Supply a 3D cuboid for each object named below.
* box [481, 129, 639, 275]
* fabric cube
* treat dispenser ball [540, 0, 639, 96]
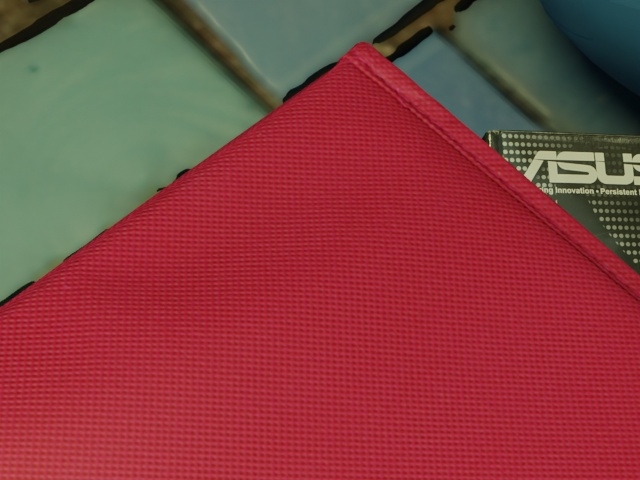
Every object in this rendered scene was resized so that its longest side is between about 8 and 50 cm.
[{"bbox_3d":[0.154,0.052,0.722,0.191,0.045,0.184,2,74,-11],"label":"box"},{"bbox_3d":[-0.005,0.158,0.509,0.254,0.259,0.258,41,58,17],"label":"fabric cube"},{"bbox_3d":[0.205,-0.182,0.768,0.288,0.288,0.288,6,55,-8],"label":"treat dispenser ball"}]
